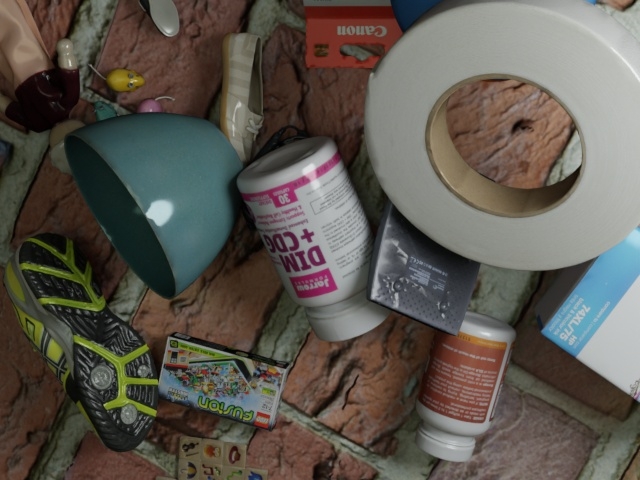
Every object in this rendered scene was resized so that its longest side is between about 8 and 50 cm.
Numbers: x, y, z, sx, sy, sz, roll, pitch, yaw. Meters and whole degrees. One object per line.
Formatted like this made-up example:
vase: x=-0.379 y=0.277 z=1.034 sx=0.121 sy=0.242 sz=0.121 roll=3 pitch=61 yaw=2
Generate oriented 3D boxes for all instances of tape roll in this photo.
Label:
tape roll: x=0.243 y=-0.135 z=1.182 sx=0.392 sy=0.072 sz=0.392 roll=15 pitch=131 yaw=19

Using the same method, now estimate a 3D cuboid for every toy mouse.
toy mouse: x=-0.322 y=-0.210 z=1.513 sx=0.161 sy=0.031 sz=0.143 roll=9 pitch=98 yaw=9

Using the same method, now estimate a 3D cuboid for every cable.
cable: x=-0.052 y=-0.083 z=1.475 sx=0.150 sy=0.047 sz=0.184 roll=39 pitch=106 yaw=-4

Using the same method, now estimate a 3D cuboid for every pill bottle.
pill bottle: x=0.000 y=0.000 z=1.387 sx=0.160 sy=0.160 sz=0.283 roll=-20 pitch=109 yaw=12
pill bottle: x=0.216 y=0.223 z=1.416 sx=0.121 sy=0.121 sz=0.216 roll=16 pitch=99 yaw=8

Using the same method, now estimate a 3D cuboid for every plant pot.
plant pot: x=-0.230 y=-0.082 z=1.412 sx=0.195 sy=0.290 sz=0.290 roll=-35 pitch=89 yaw=-23

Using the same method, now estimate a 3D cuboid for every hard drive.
hard drive: x=0.161 y=-0.001 z=1.364 sx=0.172 sy=0.054 sz=0.254 roll=24 pitch=72 yaw=-22

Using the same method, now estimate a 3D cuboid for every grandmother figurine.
grandmother figurine: x=-0.463 y=-0.262 z=1.504 sx=0.208 sy=0.104 sz=0.342 roll=-25 pitch=96 yaw=43

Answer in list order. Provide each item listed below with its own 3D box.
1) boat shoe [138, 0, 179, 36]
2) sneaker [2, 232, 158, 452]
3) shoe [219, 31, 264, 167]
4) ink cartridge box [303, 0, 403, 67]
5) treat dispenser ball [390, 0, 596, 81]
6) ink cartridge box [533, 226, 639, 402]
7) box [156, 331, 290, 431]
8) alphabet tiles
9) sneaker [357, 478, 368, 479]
boat shoe: x=-0.270 y=-0.383 z=1.480 sx=0.046 sy=0.038 sz=0.125 roll=-33 pitch=97 yaw=-29
sneaker: x=-0.399 y=0.175 z=1.534 sx=0.147 sy=0.145 sz=0.384 roll=-27 pitch=89 yaw=46
shoe: x=-0.121 y=-0.221 z=1.451 sx=0.058 sy=0.076 sz=0.219 roll=1 pitch=95 yaw=16
ink cartridge box: x=0.063 y=-0.386 z=1.410 sx=0.189 sy=0.066 sz=0.232 roll=2 pitch=93 yaw=10
treat dispenser ball: x=0.236 y=-0.363 z=1.259 sx=0.288 sy=0.288 sz=0.288 roll=1 pitch=97 yaw=11
ink cartridge box: x=0.478 y=0.116 z=1.316 sx=0.270 sy=0.198 sz=0.197 roll=35 pitch=101 yaw=6
box: x=-0.163 y=0.235 z=1.532 sx=0.207 sy=0.036 sz=0.114 roll=14 pitch=99 yaw=9
alphabet tiles: x=-0.191 y=0.457 z=1.578 sx=0.198 sy=0.009 sz=0.237 roll=5 pitch=97 yaw=10
sneaker: x=0.038 y=0.511 z=1.503 sx=0.130 sy=0.087 sz=0.227 roll=-11 pitch=91 yaw=13
